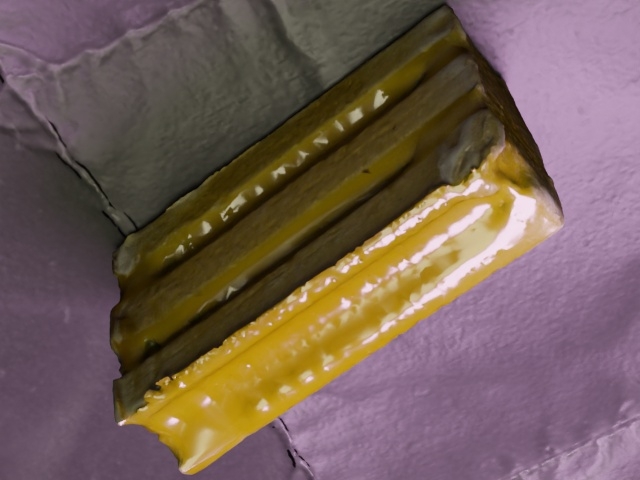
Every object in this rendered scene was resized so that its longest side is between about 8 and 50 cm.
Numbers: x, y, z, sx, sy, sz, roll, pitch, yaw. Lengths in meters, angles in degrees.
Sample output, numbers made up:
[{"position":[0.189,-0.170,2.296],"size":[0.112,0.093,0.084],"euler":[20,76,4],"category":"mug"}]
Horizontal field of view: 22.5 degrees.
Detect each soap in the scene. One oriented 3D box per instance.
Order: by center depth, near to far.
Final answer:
[{"position":[0.000,0.000,1.082],"size":[0.315,0.199,0.091],"euler":[-35,123,15],"category":"soap"}]
